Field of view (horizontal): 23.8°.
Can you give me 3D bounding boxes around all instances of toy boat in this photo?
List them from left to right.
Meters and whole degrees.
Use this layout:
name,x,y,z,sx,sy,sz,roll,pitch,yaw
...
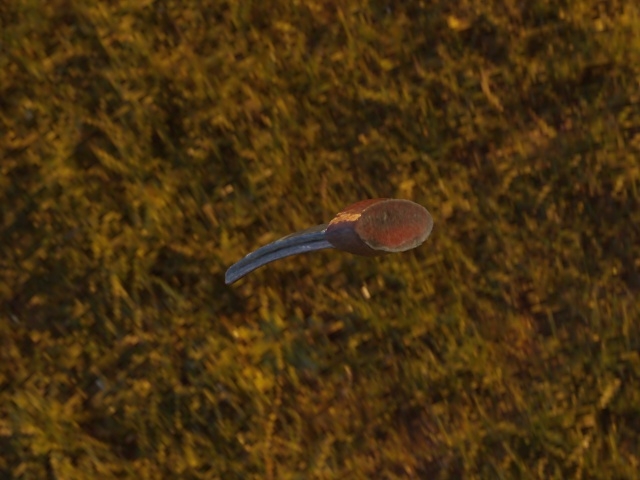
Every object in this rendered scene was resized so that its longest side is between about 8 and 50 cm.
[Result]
name,x,y,z,sx,sy,sz,roll,pitch,yaw
toy boat,-0.001,0.000,0.918,0.122,0.096,0.034,-12,87,38
